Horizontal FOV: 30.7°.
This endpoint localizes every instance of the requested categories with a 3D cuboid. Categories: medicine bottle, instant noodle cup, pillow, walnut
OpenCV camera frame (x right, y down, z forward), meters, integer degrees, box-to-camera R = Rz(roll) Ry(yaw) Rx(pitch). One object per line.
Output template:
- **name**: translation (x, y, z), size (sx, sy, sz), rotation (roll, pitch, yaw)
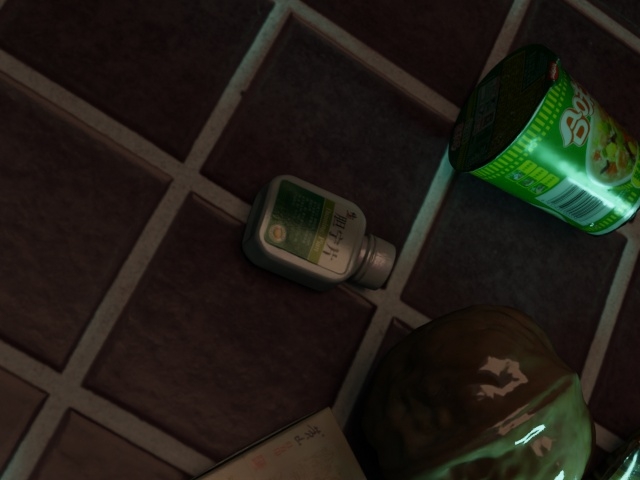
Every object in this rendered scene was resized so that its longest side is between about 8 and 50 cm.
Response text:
- **medicine bottle**: translation (0.000, 0.000, 1.461), size (0.183, 0.069, 0.119), rotation (24, 62, -17)
- **instant noodle cup**: translation (0.328, -0.122, 1.590), size (0.233, 0.207, 0.207), rotation (33, 62, -20)
- **pillow**: translation (0.337, 0.327, 1.403), size (0.052, 0.208, 0.212), rotation (43, 100, 31)
- **walnut**: translation (0.184, 0.209, 1.365), size (0.227, 0.273, 0.273), rotation (14, 65, -46)

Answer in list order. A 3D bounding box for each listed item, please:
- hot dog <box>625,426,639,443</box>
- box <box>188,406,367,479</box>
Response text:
- **hot dog**: translation (0.467, 0.366, 1.530), size (0.175, 0.114, 0.259), rotation (1, 62, -19)
- **box**: translation (-0.047, 0.297, 1.343), size (0.201, 0.058, 0.141), rotation (-26, 85, -29)
